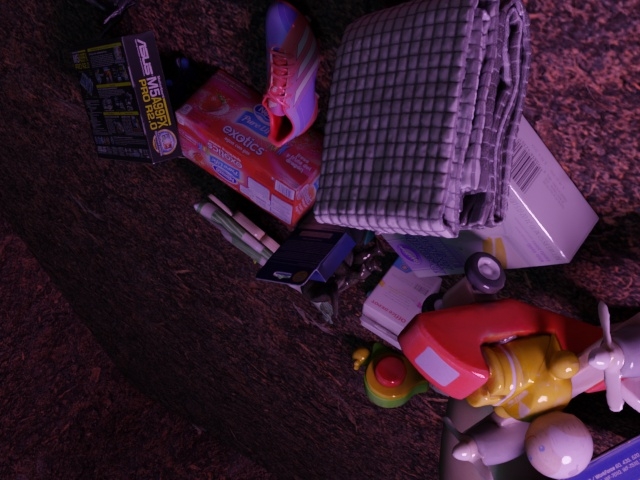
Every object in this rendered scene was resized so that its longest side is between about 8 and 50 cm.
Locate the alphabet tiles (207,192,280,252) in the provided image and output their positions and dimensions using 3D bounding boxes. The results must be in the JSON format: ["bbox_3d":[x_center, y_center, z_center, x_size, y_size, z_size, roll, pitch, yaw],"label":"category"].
[{"bbox_3d":[-0.107,-0.001,1.732,0.278,0.021,0.284,40,178,2],"label":"alphabet tiles"}]

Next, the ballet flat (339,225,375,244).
[{"bbox_3d":[0.068,-0.054,1.260,0.074,0.074,0.203,38,157,4],"label":"ballet flat"}]

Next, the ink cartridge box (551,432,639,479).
[{"bbox_3d":[0.443,0.365,1.351,0.072,0.304,0.307,62,170,18],"label":"ink cartridge box"}]

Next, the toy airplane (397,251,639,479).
[{"bbox_3d":[0.333,0.199,1.193,0.385,0.272,0.386,-11,141,17],"label":"toy airplane"}]

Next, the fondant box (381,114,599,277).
[{"bbox_3d":[0.194,-0.067,1.254,0.238,0.096,0.330,48,154,-17],"label":"fondant box"}]

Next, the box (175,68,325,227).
[{"bbox_3d":[-0.111,-0.157,1.483,0.257,0.122,0.128,34,154,13],"label":"box"}]

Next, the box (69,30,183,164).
[{"bbox_3d":[-0.348,-0.250,1.539,0.270,0.060,0.216,11,116,56],"label":"box"}]

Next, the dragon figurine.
[{"bbox_3d":[-0.270,-0.222,1.620,0.144,0.085,0.289,35,148,31],"label":"dragon figurine"}]

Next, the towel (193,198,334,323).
[{"bbox_3d":[-0.105,0.044,1.759,0.325,0.038,0.248,40,175,14],"label":"towel"}]

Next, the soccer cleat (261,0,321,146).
[{"bbox_3d":[-0.051,-0.243,1.296,0.083,0.095,0.248,29,153,21],"label":"soccer cleat"}]

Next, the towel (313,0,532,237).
[{"bbox_3d":[0.124,-0.141,1.038,0.121,0.283,0.235,11,175,-39],"label":"towel"}]

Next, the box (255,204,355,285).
[{"bbox_3d":[0.000,0.000,1.470,0.136,0.225,0.036,6,138,50],"label":"box"}]

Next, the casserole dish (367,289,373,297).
[{"bbox_3d":[0.174,0.150,1.703,0.188,0.037,0.114,40,154,-3],"label":"casserole dish"}]

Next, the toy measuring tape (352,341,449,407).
[{"bbox_3d":[0.201,0.336,1.881,0.330,0.121,0.121,30,153,19],"label":"toy measuring tape"}]

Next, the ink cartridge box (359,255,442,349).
[{"bbox_3d":[0.140,0.118,1.570,0.092,0.143,0.090,31,153,18],"label":"ink cartridge box"}]

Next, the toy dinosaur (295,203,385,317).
[{"bbox_3d":[0.021,0.048,1.546,0.160,0.313,0.121,-25,132,21],"label":"toy dinosaur"}]

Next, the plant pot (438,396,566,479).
[{"bbox_3d":[0.329,0.309,1.552,0.257,0.256,0.273,18,131,38],"label":"plant pot"}]

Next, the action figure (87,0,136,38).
[{"bbox_3d":[-0.435,-0.459,1.414,0.276,0.141,0.164,44,166,-12],"label":"action figure"}]

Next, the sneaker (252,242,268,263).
[{"bbox_3d":[-0.143,0.023,1.929,0.035,0.031,0.083,47,149,9],"label":"sneaker"}]
